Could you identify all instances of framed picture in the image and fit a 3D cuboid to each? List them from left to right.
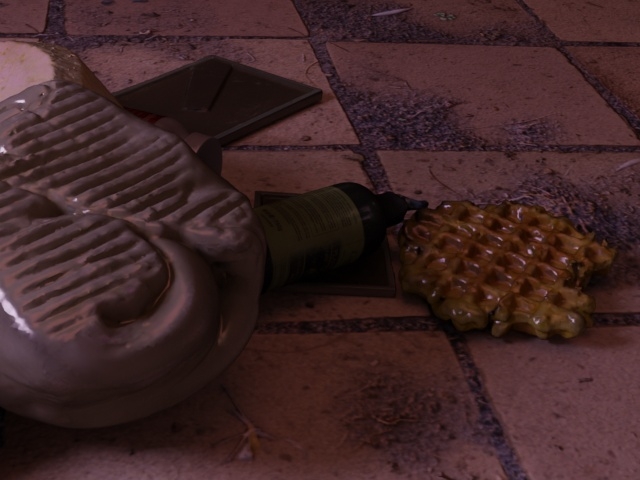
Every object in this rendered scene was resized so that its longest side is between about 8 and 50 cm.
[{"bbox_3d":[-0.192,-0.225,1.874,0.247,0.022,0.335,22,33,28],"label":"framed picture"},{"bbox_3d":[0.000,0.000,1.503,0.184,0.016,0.250,3,29,-4],"label":"framed picture"}]

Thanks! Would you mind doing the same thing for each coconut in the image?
[{"bbox_3d":[-0.337,-0.102,1.389,0.239,0.244,0.239,-11,57,17],"label":"coconut"}]

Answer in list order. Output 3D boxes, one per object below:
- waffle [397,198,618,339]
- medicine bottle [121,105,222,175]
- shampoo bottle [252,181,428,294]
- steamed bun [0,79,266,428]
[{"bbox_3d":[0.237,0.031,1.442,0.281,0.058,0.301,4,30,1],"label":"waffle"},{"bbox_3d":[-0.267,-0.115,1.553,0.250,0.131,0.131,15,31,17],"label":"medicine bottle"},{"bbox_3d":[0.005,-0.013,1.406,0.283,0.101,0.101,-18,36,-35],"label":"shampoo bottle"},{"bbox_3d":[-0.253,0.034,1.160,0.367,0.255,0.342,39,45,19],"label":"steamed bun"}]
